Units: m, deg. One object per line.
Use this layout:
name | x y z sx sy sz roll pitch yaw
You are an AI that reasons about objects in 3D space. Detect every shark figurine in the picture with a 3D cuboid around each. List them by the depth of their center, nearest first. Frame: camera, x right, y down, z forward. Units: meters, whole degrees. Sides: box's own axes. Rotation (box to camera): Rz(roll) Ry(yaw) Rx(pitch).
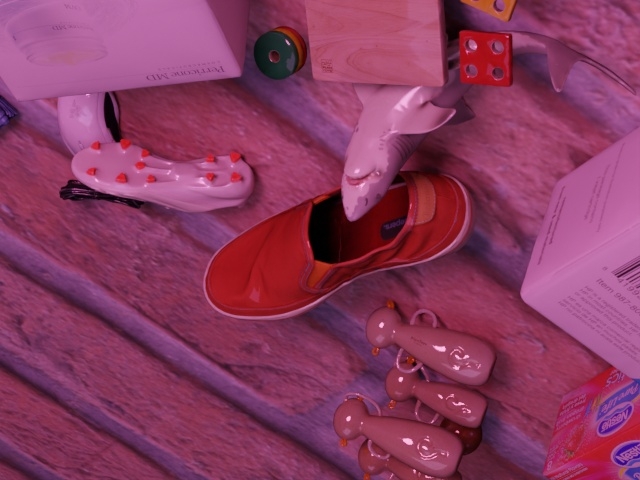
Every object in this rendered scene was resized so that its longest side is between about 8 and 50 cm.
shark figurine | 0.137 -0.136 1.316 0.278 0.166 0.116 -28 147 25

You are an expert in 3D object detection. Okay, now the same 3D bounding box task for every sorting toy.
sorting toy | 0.063 -0.208 1.259 0.275 0.046 0.132 6 115 30

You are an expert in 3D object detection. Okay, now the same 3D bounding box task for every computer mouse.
computer mouse | -0.255 -0.104 1.567 0.106 0.042 0.193 12 140 16

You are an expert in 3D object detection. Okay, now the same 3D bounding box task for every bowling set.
bowling set | 0.101 0.229 1.672 0.154 0.287 0.200 20 175 15

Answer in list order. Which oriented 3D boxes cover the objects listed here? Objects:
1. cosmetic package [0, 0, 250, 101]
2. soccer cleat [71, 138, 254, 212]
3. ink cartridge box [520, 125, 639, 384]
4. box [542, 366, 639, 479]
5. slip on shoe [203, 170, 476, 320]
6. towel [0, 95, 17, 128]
cosmetic package | -0.199 -0.246 1.234 0.224 0.138 0.224 -5 149 14
soccer cleat | -0.170 -0.062 1.531 0.196 0.068 0.076 5 146 -3
ink cartridge box | 0.419 -0.005 1.240 0.285 0.166 0.395 35 140 -15
box | 0.373 0.199 1.532 0.128 0.122 0.257 34 140 -11
slip on shoe | 0.000 0.000 1.481 0.331 0.123 0.101 -18 156 34
towel | -0.400 -0.166 1.581 0.119 0.029 0.067 42 138 -22
